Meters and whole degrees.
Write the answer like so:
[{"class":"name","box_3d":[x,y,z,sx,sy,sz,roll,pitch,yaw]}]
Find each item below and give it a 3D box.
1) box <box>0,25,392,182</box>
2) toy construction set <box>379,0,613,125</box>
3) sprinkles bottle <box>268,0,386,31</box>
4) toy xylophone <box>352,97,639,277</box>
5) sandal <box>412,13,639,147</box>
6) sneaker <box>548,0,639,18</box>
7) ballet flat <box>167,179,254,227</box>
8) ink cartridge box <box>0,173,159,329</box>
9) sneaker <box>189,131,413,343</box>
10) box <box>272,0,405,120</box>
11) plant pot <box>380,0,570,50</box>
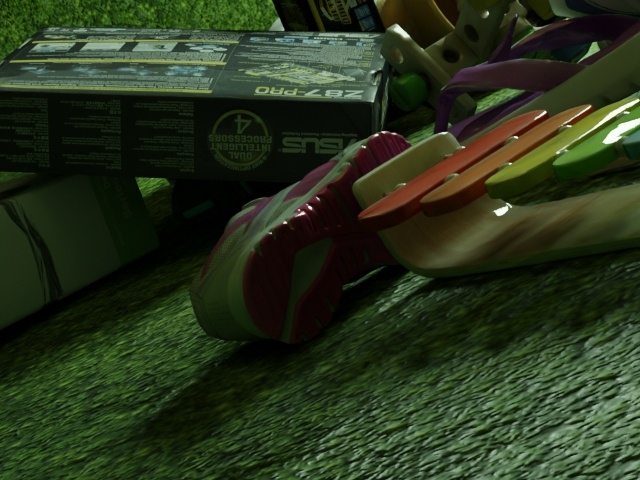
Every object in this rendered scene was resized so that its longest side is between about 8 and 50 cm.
[{"class":"box","box_3d":[-0.128,-0.147,1.933,0.395,0.097,0.318,2,16,4]},{"class":"toy construction set","box_3d":[0.150,-0.258,1.843,0.237,0.309,0.257,-32,5,-18]},{"class":"sprinkles bottle","box_3d":[0.065,-0.270,2.485,0.121,0.121,0.355,-30,13,-31]},{"class":"toy xylophone","box_3d":[0.186,-0.055,1.297,0.323,0.081,0.236,-14,14,39]},{"class":"sandal","box_3d":[0.200,-0.149,1.560,0.416,0.102,0.169,-27,1,30]},{"class":"sneaker","box_3d":[0.302,-0.239,1.692,0.131,0.112,0.296,-18,-12,33]},{"class":"ballet flat","box_3d":[-0.123,-0.076,2.025,0.096,0.095,0.280,-34,9,8]},{"class":"ink cartridge box","box_3d":[-0.332,0.016,1.890,0.198,0.114,0.273,-10,13,43]},{"class":"sneaker","box_3d":[-0.009,-0.004,1.397,0.111,0.103,0.252,-11,15,42]},{"class":"box","box_3d":[0.006,-0.270,2.248,0.079,0.257,0.322,-25,11,-5]},{"class":"plant pot","box_3d":[0.162,-0.269,2.140,0.205,0.205,0.188,-29,-3,-28]}]
